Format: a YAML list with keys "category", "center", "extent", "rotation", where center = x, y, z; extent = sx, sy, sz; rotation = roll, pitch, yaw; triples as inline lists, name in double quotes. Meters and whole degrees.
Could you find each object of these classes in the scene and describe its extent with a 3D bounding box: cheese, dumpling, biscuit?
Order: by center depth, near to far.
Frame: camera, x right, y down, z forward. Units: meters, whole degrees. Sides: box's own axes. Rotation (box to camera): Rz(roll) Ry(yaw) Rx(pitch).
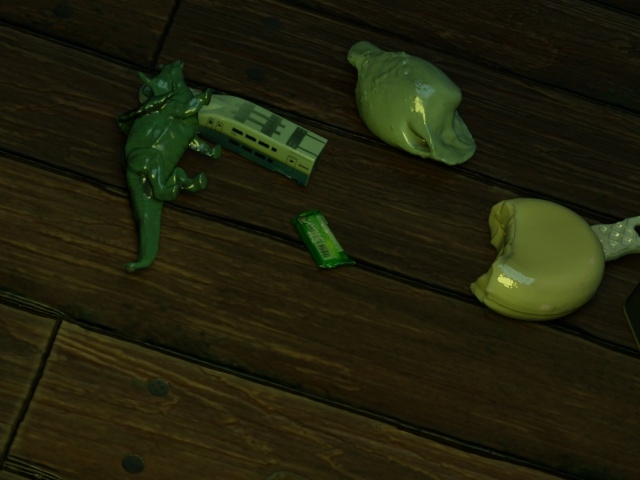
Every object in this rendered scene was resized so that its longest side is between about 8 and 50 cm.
- category: "biscuit"
  center: [0.000, 0.000, 1.971]
  extent: [0.046, 0.016, 0.089]
  rotation: [-14, 57, -29]
- category: "cheese"
  center: [0.298, 0.027, 2.010]
  extent: [0.249, 0.071, 0.163]
  rotation: [6, 50, -14]
- category: "dumpling"
  center: [0.122, -0.180, 2.101]
  extent: [0.153, 0.108, 0.219]
  rotation: [-19, 62, -30]

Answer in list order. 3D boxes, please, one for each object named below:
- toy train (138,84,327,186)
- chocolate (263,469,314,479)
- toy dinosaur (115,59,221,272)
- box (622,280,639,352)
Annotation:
- category: "toy train"
  center: [-0.108, -0.141, 2.032]
  extent: [0.234, 0.051, 0.052]
  rotation: [27, 44, 5]
- category: "chocolate"
  center: [-0.049, 0.323, 1.642]
  extent: [0.161, 0.083, 0.261]
  rotation: [35, 49, 10]
- category: "toy dinosaur"
  center: [-0.170, -0.085, 1.944]
  extent: [0.120, 0.079, 0.292]
  rotation: [-10, 58, 2]
- category: "box"
  center: [0.453, 0.113, 1.974]
  extent: [0.144, 0.090, 0.201]
  rotation: [-1, 51, -19]
